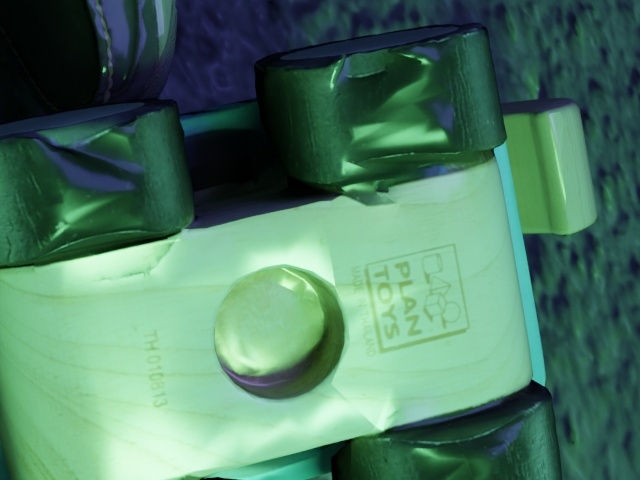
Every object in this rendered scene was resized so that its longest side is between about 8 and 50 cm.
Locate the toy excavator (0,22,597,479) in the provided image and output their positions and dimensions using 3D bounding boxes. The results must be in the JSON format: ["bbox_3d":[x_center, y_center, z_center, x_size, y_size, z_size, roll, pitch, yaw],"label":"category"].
[{"bbox_3d":[0.000,0.000,0.972,0.433,0.445,0.222,-14,100,-14],"label":"toy excavator"}]

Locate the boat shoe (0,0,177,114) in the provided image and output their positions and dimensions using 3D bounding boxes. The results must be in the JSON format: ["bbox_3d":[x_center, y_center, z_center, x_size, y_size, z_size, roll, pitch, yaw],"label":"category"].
[{"bbox_3d":[-0.196,-0.210,0.934,0.130,0.132,0.355,-20,78,-41],"label":"boat shoe"}]
